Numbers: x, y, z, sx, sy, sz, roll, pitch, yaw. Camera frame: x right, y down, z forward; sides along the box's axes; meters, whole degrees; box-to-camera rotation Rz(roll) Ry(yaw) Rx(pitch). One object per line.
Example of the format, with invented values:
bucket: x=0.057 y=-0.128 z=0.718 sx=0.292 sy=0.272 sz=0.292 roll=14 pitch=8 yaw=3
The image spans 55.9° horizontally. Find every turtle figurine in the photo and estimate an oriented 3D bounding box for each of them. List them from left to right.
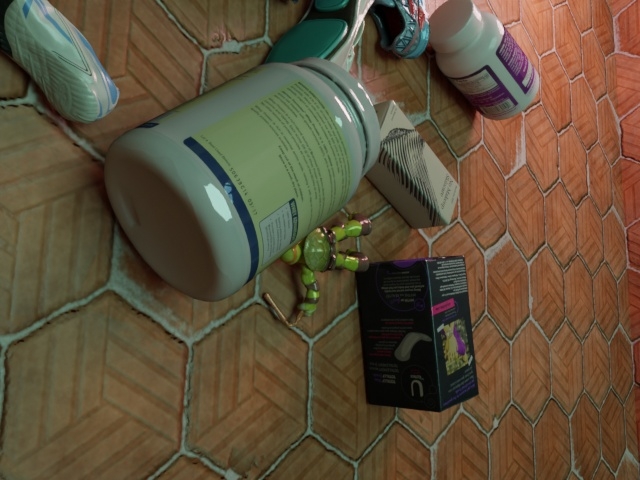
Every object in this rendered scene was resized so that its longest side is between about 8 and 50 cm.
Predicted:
turtle figurine: x=0.000 y=0.000 z=1.026 sx=0.217 sy=0.087 sz=0.269 roll=-8 pitch=91 yaw=-47

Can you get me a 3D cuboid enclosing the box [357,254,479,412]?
box: x=0.183 y=0.169 z=1.142 sx=0.143 sy=0.165 sz=0.270 roll=-2 pitch=87 yaw=-48

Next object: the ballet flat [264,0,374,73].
ballet flat: x=0.019 y=-0.360 z=1.079 sx=0.139 sy=0.139 sz=0.400 roll=44 pitch=55 yaw=-34

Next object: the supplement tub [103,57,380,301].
supplement tub: x=-0.091 y=-0.097 z=0.815 sx=0.325 sy=0.236 sz=0.235 roll=-39 pitch=113 yaw=-36

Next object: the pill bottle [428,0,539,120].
pill bottle: x=0.379 y=-0.429 z=1.426 sx=0.302 sy=0.169 sz=0.169 roll=32 pitch=63 yaw=-40

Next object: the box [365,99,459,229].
box: x=0.168 y=-0.145 z=1.219 sx=0.275 sy=0.094 sz=0.113 roll=41 pitch=57 yaw=-35

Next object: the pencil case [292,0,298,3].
pencil case: x=-0.103 y=-0.530 z=0.964 sx=0.306 sy=0.133 sz=0.119 roll=36 pitch=92 yaw=-37

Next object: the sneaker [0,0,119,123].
sneaker: x=-0.335 y=-0.248 z=0.720 sx=0.237 sy=0.085 sz=0.086 roll=57 pitch=23 yaw=-21

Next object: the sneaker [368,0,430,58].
sneaker: x=0.155 y=-0.511 z=1.248 sx=0.125 sy=0.104 sz=0.261 roll=-17 pitch=97 yaw=-45
